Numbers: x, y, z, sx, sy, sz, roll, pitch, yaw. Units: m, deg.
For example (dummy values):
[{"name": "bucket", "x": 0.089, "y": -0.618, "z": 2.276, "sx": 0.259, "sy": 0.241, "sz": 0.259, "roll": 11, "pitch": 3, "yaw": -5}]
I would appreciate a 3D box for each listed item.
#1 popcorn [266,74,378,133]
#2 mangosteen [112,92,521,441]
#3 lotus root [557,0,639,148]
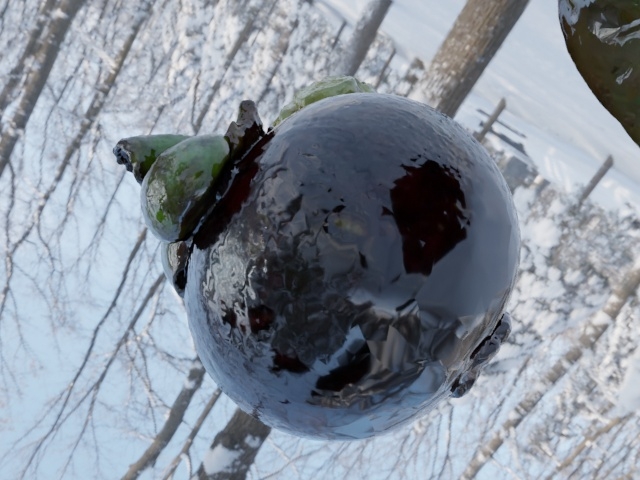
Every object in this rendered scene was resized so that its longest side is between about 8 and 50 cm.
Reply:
[{"name": "popcorn", "x": 0.027, "y": -0.133, "z": 0.840, "sx": 0.185, "sy": 0.167, "sz": 0.187, "roll": 50, "pitch": -162, "yaw": 15}, {"name": "mangosteen", "x": 0.000, "y": 0.000, "z": 0.549, "sx": 0.359, "sy": 0.306, "sz": 0.306, "roll": 38, "pitch": -163, "yaw": 13}, {"name": "lotus root", "x": 0.234, "y": -0.120, "z": 0.235, "sx": 0.375, "sy": 0.111, "sz": 0.391, "roll": -138, "pitch": 27, "yaw": -74}]
